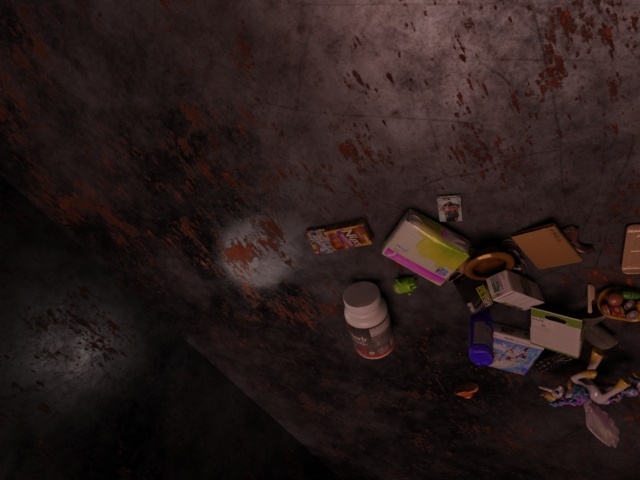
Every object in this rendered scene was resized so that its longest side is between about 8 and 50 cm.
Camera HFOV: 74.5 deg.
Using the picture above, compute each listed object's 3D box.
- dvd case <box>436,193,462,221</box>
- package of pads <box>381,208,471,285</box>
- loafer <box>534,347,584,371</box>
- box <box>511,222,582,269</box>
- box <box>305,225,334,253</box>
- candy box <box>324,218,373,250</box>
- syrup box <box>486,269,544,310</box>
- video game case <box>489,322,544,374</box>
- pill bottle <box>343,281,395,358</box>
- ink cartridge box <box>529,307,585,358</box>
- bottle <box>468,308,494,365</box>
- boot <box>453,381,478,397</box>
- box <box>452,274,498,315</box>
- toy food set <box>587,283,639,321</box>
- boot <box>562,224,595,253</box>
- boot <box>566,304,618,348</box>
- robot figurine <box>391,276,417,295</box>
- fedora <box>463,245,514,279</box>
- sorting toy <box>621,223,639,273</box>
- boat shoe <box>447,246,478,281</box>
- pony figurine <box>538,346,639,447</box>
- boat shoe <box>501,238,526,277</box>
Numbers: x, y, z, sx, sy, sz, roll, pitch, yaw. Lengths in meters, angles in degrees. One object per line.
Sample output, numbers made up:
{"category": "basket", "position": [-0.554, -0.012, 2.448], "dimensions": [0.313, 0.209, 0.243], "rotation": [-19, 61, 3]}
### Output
{"category": "dvd case", "position": [0.493, -0.122, 1.605], "dimensions": [0.087, 0.013, 0.119], "rotation": [-1, 129, 22]}
{"category": "package of pads", "position": [0.426, 0.028, 1.698], "dimensions": [0.297, 0.101, 0.229], "rotation": [28, 134, -1]}
{"category": "loafer", "position": [1.077, 0.524, 1.907], "dimensions": [0.223, 0.078, 0.076], "rotation": [-38, 71, 24]}
{"category": "box", "position": [0.840, 0.026, 1.569], "dimensions": [0.201, 0.021, 0.164], "rotation": [42, 146, -19]}
{"category": "box", "position": [0.000, 0.000, 1.900], "dimensions": [0.094, 0.027, 0.136], "rotation": [-7, 127, 25]}
{"category": "candy box", "position": [0.122, -0.024, 1.813], "dimensions": [0.187, 0.053, 0.109], "rotation": [-12, 124, 28]}
{"category": "syrup box", "position": [0.769, 0.199, 1.661], "dimensions": [0.237, 0.093, 0.096], "rotation": [18, 141, -32]}
{"category": "video game case", "position": [0.884, 0.515, 1.986], "dimensions": [0.245, 0.061, 0.269], "rotation": [14, 134, 11]}
{"category": "pill bottle", "position": [0.231, 0.382, 2.024], "dimensions": [0.211, 0.210, 0.362], "rotation": [-1, 129, 23]}
{"category": "ink cartridge box", "position": [0.974, 0.349, 1.727], "dimensions": [0.189, 0.097, 0.255], "rotation": [14, 141, 37]}
{"category": "bottle", "position": [0.687, 0.390, 1.796], "dimensions": [0.092, 0.282, 0.118], "rotation": [-14, 122, 32]}
{"category": "boot", "position": [0.813, 0.818, 2.292], "dimensions": [0.085, 0.059, 0.158], "rotation": [32, 142, -12]}
{"category": "box", "position": [0.676, 0.204, 1.761], "dimensions": [0.184, 0.045, 0.190], "rotation": [-29, 117, 12]}
{"category": "toy food set", "position": [1.137, 0.242, 1.592], "dimensions": [0.218, 0.071, 0.128], "rotation": [7, 93, 15]}
{"category": "boot", "position": [0.933, -0.005, 1.521], "dimensions": [0.107, 0.037, 0.114], "rotation": [-4, 125, 24]}
{"category": "boot", "position": [1.154, 0.364, 1.734], "dimensions": [0.208, 0.076, 0.190], "rotation": [41, 146, -7]}
{"category": "robot figurine", "position": [0.379, 0.203, 1.903], "dimensions": [0.115, 0.067, 0.101], "rotation": [-20, 132, 35]}
{"category": "fedora", "position": [0.647, 0.080, 1.633], "dimensions": [0.195, 0.079, 0.194], "rotation": [1, 144, 1]}
{"category": "sorting toy", "position": [1.165, 0.025, 1.458], "dimensions": [0.193, 0.038, 0.208], "rotation": [-3, 124, 24]}
{"category": "boat shoe", "position": [0.584, 0.108, 1.732], "dimensions": [0.068, 0.072, 0.190], "rotation": [26, 133, 0]}
{"category": "pony figurine", "position": [1.216, 0.675, 1.858], "dimensions": [0.351, 0.302, 0.363], "rotation": [30, 131, 7]}
{"category": "boat shoe", "position": [0.757, 0.088, 1.651], "dimensions": [0.075, 0.064, 0.206], "rotation": [-14, 124, 31]}
